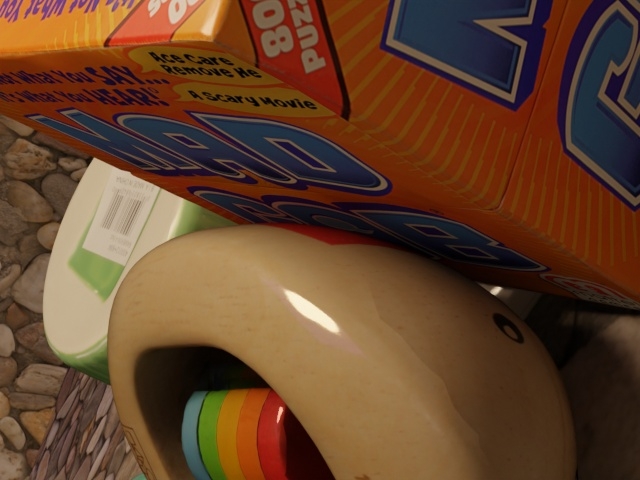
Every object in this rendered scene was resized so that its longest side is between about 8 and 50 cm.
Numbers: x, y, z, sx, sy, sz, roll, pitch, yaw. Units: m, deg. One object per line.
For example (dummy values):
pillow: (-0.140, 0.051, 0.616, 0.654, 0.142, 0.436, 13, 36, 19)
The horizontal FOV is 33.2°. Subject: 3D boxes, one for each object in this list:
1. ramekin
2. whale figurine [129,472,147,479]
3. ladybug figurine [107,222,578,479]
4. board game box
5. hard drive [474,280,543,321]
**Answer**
ramekin: (-0.130, 0.008, 0.999, 0.303, 0.148, 0.303, -35, 42, 38)
whale figurine: (-0.109, 0.264, 0.896, 0.141, 0.216, 0.272, -61, -3, -6)
ladybug figurine: (0.002, 0.118, 0.715, 0.162, 0.305, 0.449, -29, 12, -30)
board game box: (0.029, -0.195, 0.663, 0.356, 0.356, 0.356, 9, 77, 50)
hard drive: (0.137, -0.075, 0.791, 0.307, 0.040, 0.203, -56, 39, 9)
